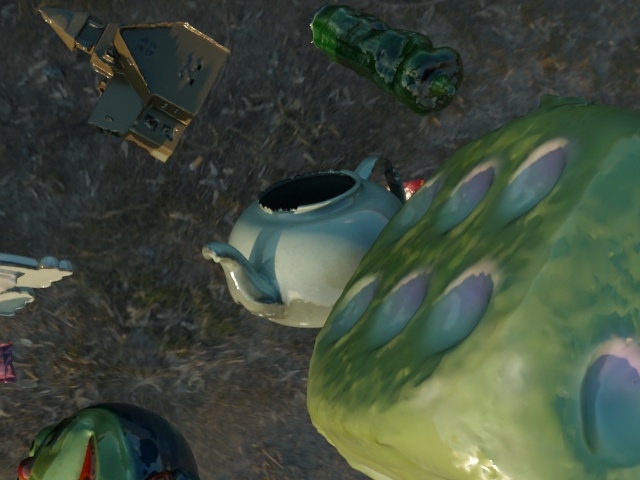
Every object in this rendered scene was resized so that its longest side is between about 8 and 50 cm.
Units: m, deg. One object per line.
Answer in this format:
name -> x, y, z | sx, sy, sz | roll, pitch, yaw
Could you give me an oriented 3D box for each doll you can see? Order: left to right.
doll -> -0.206, 0.290, 0.897 | 0.186, 0.322, 0.198 | 27, 91, -41

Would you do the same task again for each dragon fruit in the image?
dragon fruit -> 0.178, -0.081, 1.546 | 0.112, 0.126, 0.068 | -12, 90, 12

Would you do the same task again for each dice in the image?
dice -> 0.163, 0.079, 0.550 | 0.250, 0.252, 0.254 | 38, 71, -16

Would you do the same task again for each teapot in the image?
teapot -> 0.000, 0.000, 0.855 | 0.294, 0.193, 0.129 | -36, 122, -43

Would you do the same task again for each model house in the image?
model house -> -0.285, -0.238, 1.179 | 0.248, 0.181, 0.176 | 29, 76, -14

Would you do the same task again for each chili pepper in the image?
chili pepper -> 0.104, -0.249, 1.188 | 0.099, 0.270, 0.136 | -47, 132, -6

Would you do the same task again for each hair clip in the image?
hair clip -> -0.420, 0.063, 1.058 | 0.140, 0.220, 0.054 | 20, 53, -38

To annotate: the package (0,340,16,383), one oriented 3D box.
package -> -0.598, 0.228, 1.575 | 0.059, 0.029, 0.083 | -5, 109, -21
